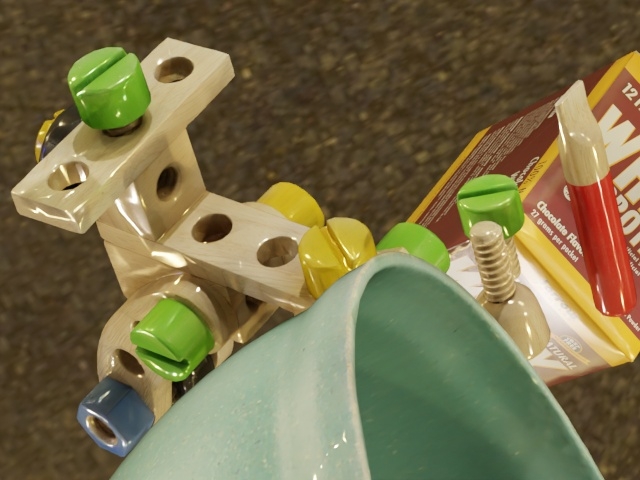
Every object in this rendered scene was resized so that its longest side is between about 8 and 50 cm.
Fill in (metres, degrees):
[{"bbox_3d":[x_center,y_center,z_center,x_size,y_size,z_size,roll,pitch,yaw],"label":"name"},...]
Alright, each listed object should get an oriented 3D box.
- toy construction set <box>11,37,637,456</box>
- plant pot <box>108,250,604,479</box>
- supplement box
[{"bbox_3d":[0.000,0.000,0.866,0.257,0.308,0.237,43,155,52],"label":"toy construction set"},{"bbox_3d":[0.005,0.177,0.616,0.196,0.293,0.293,-27,93,17],"label":"plant pot"},{"bbox_3d":[0.162,-0.002,1.268,0.129,0.191,0.194,47,147,-11],"label":"supplement box"}]
